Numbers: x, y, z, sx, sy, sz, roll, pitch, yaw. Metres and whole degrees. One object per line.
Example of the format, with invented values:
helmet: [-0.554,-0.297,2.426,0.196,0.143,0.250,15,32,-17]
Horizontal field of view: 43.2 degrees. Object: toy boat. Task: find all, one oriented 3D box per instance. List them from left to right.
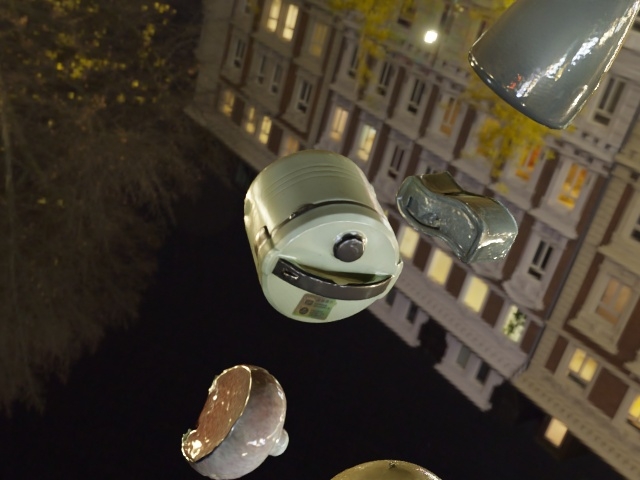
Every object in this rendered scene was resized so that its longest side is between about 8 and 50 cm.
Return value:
toy boat: [-0.104,0.245,1.066,0.085,0.155,0.227,34,159,-14]

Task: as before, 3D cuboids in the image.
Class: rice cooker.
rice cooker: [0.000,0.000,1.228,0.226,0.226,0.244,5,-146,-22]

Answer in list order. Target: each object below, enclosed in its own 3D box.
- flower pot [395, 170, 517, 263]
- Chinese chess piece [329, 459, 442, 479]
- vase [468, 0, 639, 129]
flower pot: [0.253,-0.050,1.532,0.108,0.103,0.229,-5,-148,-41]
Chinese chess piece: [0.097,0.467,1.247,0.273,0.273,0.102,10,-160,-12]
vase: [0.352,-0.315,1.044,0.173,0.321,0.173,29,-153,-16]
